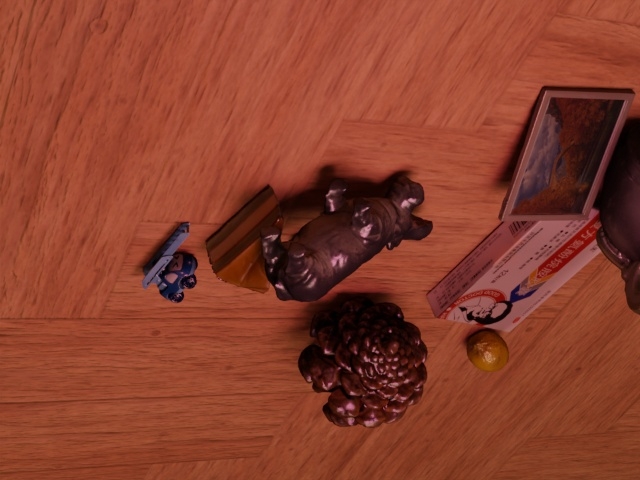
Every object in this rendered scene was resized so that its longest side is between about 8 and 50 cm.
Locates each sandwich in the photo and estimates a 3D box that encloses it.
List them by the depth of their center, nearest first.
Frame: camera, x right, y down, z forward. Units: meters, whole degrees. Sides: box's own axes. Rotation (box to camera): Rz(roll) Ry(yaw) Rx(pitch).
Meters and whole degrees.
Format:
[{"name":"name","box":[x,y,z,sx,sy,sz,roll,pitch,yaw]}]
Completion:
[{"name":"sandwich","box":[-0.088,0.000,1.820,0.113,0.079,0.163,23,124,-43]}]

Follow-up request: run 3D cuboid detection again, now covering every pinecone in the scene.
[{"name":"pinecone","box":[0.072,0.232,2.086,0.244,0.244,0.309,-9,154,-16]}]

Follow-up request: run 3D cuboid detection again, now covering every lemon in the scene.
[{"name":"lemon","box":[0.343,0.228,2.333,0.082,0.082,0.111,-36,137,20]}]

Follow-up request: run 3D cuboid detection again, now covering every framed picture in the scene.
[{"name":"framed picture","box":[0.408,-0.140,1.884,0.184,0.016,0.250,-1,123,-25]}]

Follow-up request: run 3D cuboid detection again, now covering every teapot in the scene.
[{"name":"teapot","box":[0.597,-0.022,1.911,0.239,0.321,0.239,1,133,-26]}]

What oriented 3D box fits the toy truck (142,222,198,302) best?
[{"name":"toy truck","box":[-0.225,0.036,1.818,0.074,0.063,0.136,29,120,-24]}]

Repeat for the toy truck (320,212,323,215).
[{"name":"toy truck","box":[0.000,0.000,1.891,0.073,0.056,0.090,12,120,-43]}]

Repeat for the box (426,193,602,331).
[{"name":"box","box":[0.389,0.037,2.123,0.214,0.069,0.353,14,134,-39]}]

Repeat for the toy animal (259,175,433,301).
[{"name":"toy animal","box":[0.058,-0.017,1.793,0.343,0.106,0.168,-25,137,-34]}]
